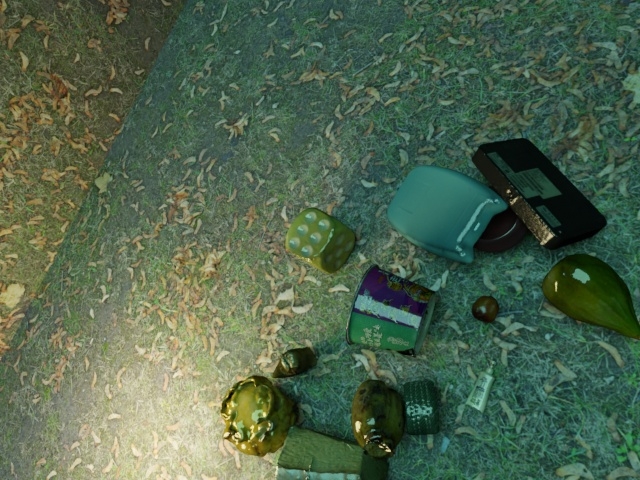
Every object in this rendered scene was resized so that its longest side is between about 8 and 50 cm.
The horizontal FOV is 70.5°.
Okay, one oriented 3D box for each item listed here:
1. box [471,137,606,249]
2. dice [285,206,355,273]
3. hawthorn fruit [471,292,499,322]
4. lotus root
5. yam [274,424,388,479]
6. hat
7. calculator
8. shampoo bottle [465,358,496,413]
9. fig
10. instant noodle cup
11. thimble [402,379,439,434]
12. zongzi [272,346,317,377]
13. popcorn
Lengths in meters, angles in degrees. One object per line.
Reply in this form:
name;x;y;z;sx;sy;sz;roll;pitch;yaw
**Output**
box;0.588;-0.141;1.233;0.212;0.058;0.350;-15;58;-25
dice;0.000;0.000;1.498;0.166;0.169;0.169;30;88;32
hawthorn fruit;0.458;0.190;1.255;0.077;0.077;0.077;-9;69;25
lotus root;0.151;0.487;1.209;0.154;0.278;0.153;1;109;3
yam;0.038;0.642;1.251;0.272;0.202;0.201;-11;112;24
hat;0.505;-0.058;1.297;0.206;0.089;0.205;-18;59;34
calculator;0.350;-0.099;1.368;0.256;0.055;0.386;-59;38;5
shampoo bottle;0.440;0.387;1.216;0.049;0.034;0.141;21;83;39
fig;0.673;0.125;1.116;0.234;0.167;0.167;24;85;9
instant noodle cup;0.209;0.211;1.290;0.190;0.251;0.251;16;81;22
thimble;0.273;0.455;1.229;0.090;0.118;0.135;-6;53;10
zongzi;-0.117;0.400;1.432;0.176;0.160;0.078;-29;67;15
popcorn;-0.201;0.549;1.410;0.250;0.190;0.249;-15;65;34
